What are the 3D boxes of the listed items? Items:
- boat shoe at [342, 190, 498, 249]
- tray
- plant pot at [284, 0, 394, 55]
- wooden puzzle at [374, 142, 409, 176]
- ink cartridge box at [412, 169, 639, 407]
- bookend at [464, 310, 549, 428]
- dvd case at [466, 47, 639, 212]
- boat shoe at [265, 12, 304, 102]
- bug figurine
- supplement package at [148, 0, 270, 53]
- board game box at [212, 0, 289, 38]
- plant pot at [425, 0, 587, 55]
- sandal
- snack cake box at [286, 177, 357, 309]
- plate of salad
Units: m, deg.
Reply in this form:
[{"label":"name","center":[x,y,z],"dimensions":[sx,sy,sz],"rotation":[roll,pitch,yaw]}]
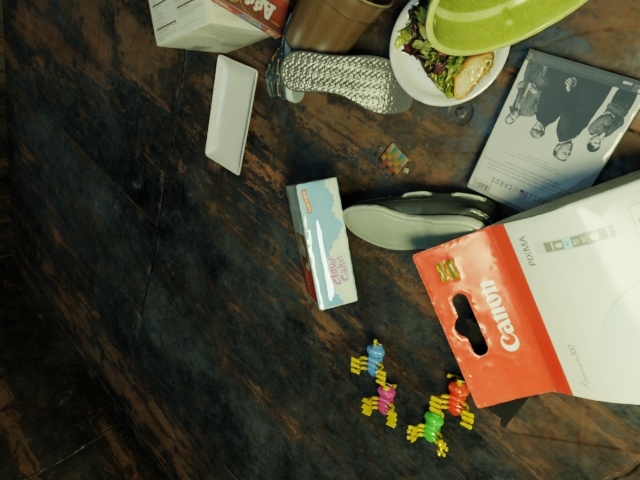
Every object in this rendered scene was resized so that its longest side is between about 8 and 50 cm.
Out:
[{"label":"boat shoe","center":[0.184,-0.043,0.841],"dimensions":[0.302,0.091,0.114],"rotation":[12,142,34]},{"label":"tray","center":[-0.226,-0.320,1.119],"dimensions":[0.145,0.030,0.271],"rotation":[32,122,26]},{"label":"plant pot","center":[0.022,-0.424,0.811],"dimensions":[0.167,0.167,0.165],"rotation":[56,138,11]},{"label":"wooden puzzle","center":[0.148,-0.164,0.882],"dimensions":[0.083,0.006,0.049],"rotation":[50,128,15]},{"label":"ink cartridge box","center":[0.370,0.101,0.654],"dimensions":[0.384,0.091,0.308],"rotation":[-22,94,22]},{"label":"bookend","center":[0.324,0.236,0.823],"dimensions":[0.156,0.072,0.157],"rotation":[33,122,26]},{"label":"dvd case","center":[0.364,-0.157,0.695],"dimensions":[0.179,0.029,0.239],"rotation":[33,123,27]},{"label":"boat shoe","center":[-0.079,-0.400,0.951],"dimensions":[0.083,0.065,0.184],"rotation":[20,117,31]},{"label":"bug figurine","center":[0.199,0.341,0.959],"dimensions":[0.278,0.072,0.216],"rotation":[20,122,28]},{"label":"supplement package","center":[-0.242,-0.571,0.939],"dimensions":[0.198,0.199,0.263],"rotation":[3,106,39]},{"label":"board game box","center":[-0.178,-0.523,0.830],"dimensions":[0.027,0.281,0.145],"rotation":[11,88,51]},{"label":"plant pot","center":[0.236,-0.444,0.581],"dimensions":[0.276,0.276,0.254],"rotation":[-26,75,41]},{"label":"sandal","center":[0.054,-0.306,0.816],"dimensions":[0.254,0.054,0.097],"rotation":[13,112,-5]},{"label":"snack cake box","center":[0.000,0.000,0.952],"dimensions":[0.152,0.089,0.265],"rotation":[-154,52,-75]},{"label":"plate of salad","center":[0.211,-0.330,0.728],"dimensions":[0.199,0.048,0.200],"rotation":[6,106,22]}]
